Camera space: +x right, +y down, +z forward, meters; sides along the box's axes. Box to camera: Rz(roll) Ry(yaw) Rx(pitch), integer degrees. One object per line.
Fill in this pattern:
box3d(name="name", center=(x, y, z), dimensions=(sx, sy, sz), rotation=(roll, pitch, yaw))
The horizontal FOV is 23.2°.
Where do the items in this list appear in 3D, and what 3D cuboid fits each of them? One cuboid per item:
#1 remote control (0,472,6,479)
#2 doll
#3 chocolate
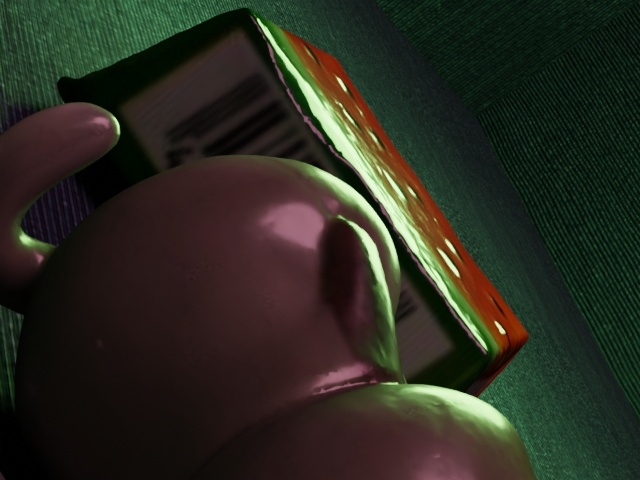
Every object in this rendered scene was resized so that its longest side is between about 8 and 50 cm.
box3d(name="remote control", center=(-0.116, 0.179, 0.653), dimensions=(0.256, 0.045, 0.097), rotation=(58, 4, 3))
box3d(name="doll", center=(-0.019, 0.110, 0.741), dimensions=(0.226, 0.215, 0.370), rotation=(8, 33, -45))
box3d(name="chocolate", center=(0.000, 0.000, 1.215), dimensions=(0.360, 0.161, 0.341), rotation=(56, 11, 8))
